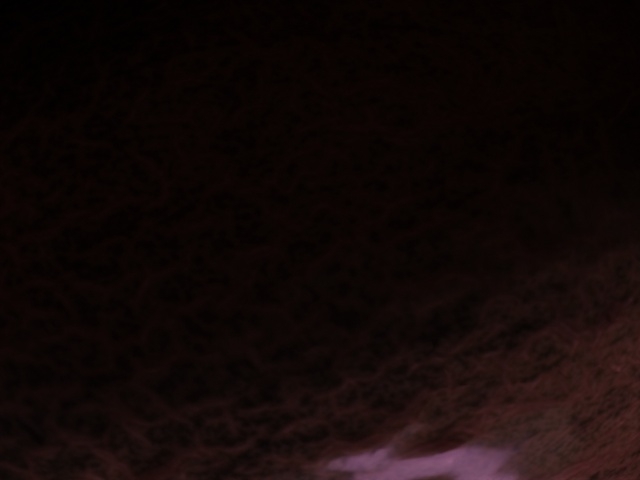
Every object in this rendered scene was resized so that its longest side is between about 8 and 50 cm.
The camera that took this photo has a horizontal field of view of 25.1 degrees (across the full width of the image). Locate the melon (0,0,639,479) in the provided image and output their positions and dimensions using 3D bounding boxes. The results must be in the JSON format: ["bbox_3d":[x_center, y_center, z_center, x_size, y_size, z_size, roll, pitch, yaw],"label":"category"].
[{"bbox_3d":[-0.019,0.012,0.460,0.329,0.249,0.248,-16,178,9],"label":"melon"}]
